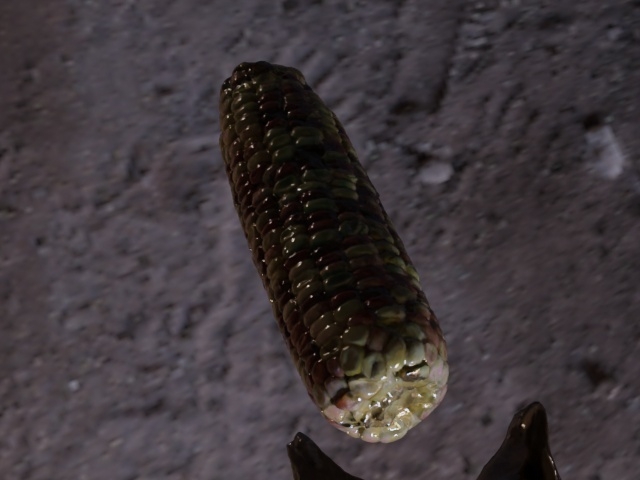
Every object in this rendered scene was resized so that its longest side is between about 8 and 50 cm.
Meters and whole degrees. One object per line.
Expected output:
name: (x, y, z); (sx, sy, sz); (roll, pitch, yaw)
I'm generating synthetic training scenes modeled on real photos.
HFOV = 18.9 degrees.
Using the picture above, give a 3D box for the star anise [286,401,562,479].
star anise: (0.057, 0.139, 0.671); (0.063, 0.208, 0.171); (93, 164, -57)

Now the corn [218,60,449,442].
corn: (0.000, 0.000, 1.090); (0.086, 0.086, 0.253); (-50, 46, 30)
